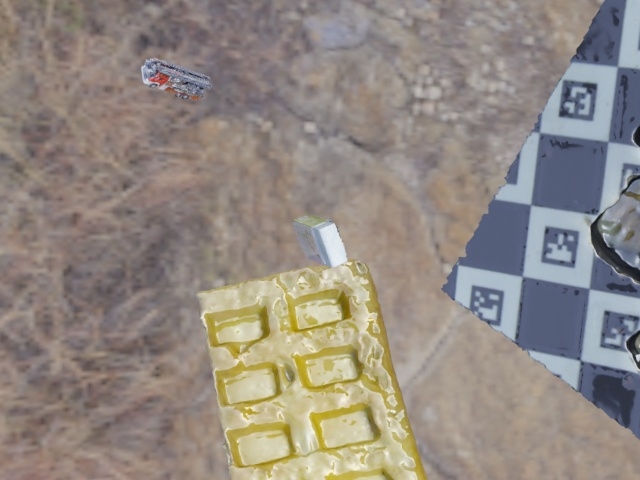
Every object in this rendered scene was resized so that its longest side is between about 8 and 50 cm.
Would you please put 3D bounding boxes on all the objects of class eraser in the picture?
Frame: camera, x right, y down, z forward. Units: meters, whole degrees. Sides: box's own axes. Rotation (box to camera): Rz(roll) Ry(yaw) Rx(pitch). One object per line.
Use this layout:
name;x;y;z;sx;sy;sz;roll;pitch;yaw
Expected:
eraser;0.000;0.000;1.331;0.083;0.019;0.038;-159;50;-74

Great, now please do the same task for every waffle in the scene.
waffle;-0.008;0.155;1.388;0.057;0.168;0.274;88;169;-62

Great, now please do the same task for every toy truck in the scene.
toy truck;-0.141;-0.156;1.506;0.032;0.083;0.024;-23;65;36

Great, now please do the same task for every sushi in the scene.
sushi;0.275;-0.003;1.206;0.292;0.059;0.294;39;113;22
